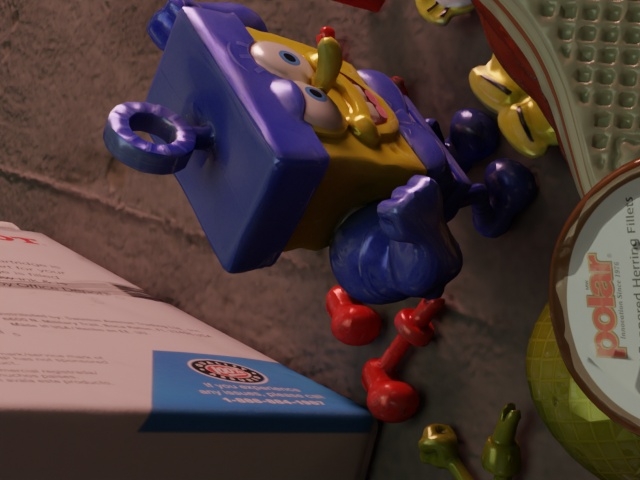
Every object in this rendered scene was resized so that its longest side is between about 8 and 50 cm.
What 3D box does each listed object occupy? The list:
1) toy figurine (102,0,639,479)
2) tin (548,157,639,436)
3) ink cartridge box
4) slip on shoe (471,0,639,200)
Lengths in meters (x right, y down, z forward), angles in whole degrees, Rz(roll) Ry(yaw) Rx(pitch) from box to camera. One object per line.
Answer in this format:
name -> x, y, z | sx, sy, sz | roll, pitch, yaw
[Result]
toy figurine -> 0.000, 0.000, 0.639 | 0.191, 0.217, 0.362 | -55, 47, 30
tin -> 0.166, 0.015, 0.472 | 0.189, 0.040, 0.106 | -6, 84, 32
ink cartridge box -> -0.208, 0.104, 0.819 | 0.395, 0.285, 0.166 | 23, 103, 50
slip on shoe -> 0.137, -0.069, 0.586 | 0.123, 0.101, 0.331 | -35, 66, 6
